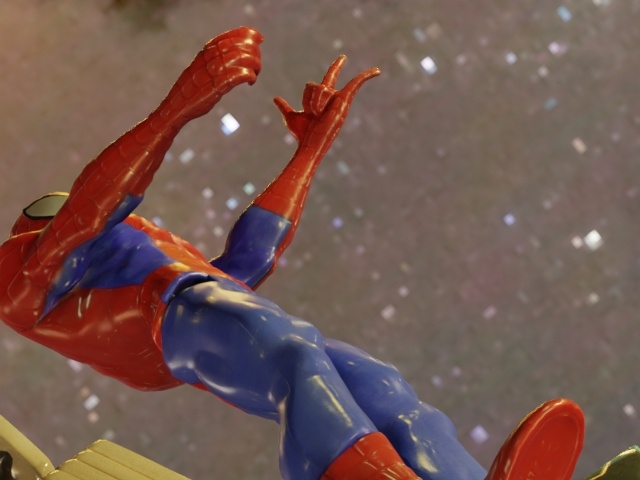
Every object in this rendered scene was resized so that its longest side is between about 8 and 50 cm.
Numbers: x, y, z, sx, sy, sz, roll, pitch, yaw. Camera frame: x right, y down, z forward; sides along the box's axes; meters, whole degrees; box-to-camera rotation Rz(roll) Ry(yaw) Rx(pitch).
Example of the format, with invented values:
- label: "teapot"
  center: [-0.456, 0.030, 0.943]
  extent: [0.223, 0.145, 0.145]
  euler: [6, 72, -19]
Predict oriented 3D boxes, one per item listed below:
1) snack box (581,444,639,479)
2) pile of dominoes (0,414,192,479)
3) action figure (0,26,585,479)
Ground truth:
- label: "snack box"
  center: [0.199, 0.227, 0.829]
  extent: [0.060, 0.187, 0.322]
  euler: [-33, -165, 3]
- label: "pile of dominoes"
  center: [-0.076, 0.187, 0.691]
  extent: [0.196, 0.251, 0.040]
  euler: [21, -146, 31]
- label: "action figure"
  center: [0.000, 0.000, 0.534]
  extent: [0.280, 0.091, 0.139]
  euler: [18, -100, 51]
